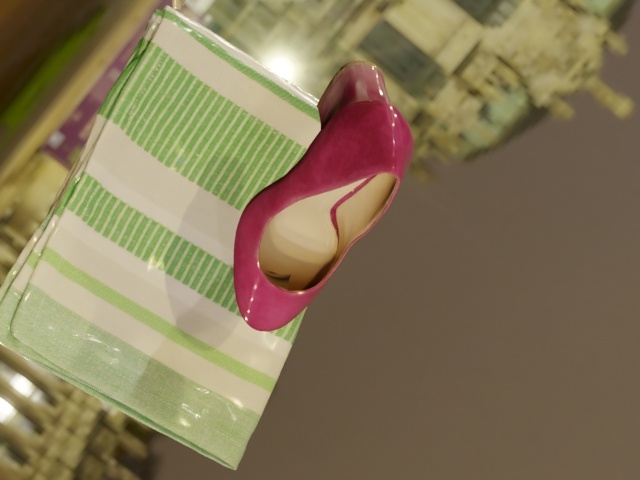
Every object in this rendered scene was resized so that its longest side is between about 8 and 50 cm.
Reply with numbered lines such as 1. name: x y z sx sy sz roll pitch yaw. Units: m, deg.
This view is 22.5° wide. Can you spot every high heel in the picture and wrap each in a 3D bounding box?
1. high heel: 0.000 0.000 1.122 0.244 0.082 0.117 -59 -154 33

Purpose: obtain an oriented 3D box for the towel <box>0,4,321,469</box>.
1. towel: -0.106 -0.007 1.362 0.038 0.248 0.324 -19 -136 64

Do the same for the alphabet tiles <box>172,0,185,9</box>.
1. alphabet tiles: -0.097 -0.299 1.178 0.198 0.009 0.237 -82 174 -66
